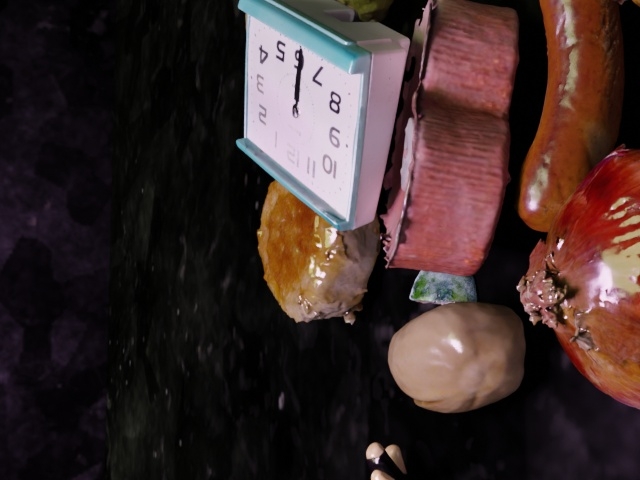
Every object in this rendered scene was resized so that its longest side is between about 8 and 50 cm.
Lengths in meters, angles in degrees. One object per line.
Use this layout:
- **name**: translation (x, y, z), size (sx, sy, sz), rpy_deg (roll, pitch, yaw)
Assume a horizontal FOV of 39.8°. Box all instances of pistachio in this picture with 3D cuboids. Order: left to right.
- **pistachio**: translation (0.151, 0.131, 1.011), size (0.226, 0.135, 0.136), rpy_deg (153, 117, -67)

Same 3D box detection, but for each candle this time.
- **candle**: translation (0.144, -0.090, 0.993), size (0.287, 0.131, 0.317), rpy_deg (106, 175, -64)

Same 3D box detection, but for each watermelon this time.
- **watermelon**: translation (0.157, 0.056, 1.095), size (0.085, 0.085, 0.061), rpy_deg (-121, 13, -48)

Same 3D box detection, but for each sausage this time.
- **sausage**: translation (0.246, -0.159, 0.869), size (0.076, 0.102, 0.302), rpy_deg (31, -119, -85)

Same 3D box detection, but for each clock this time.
- **clock**: translation (0.003, -0.174, 1.109), size (0.262, 0.116, 0.231), rpy_deg (42, 137, 45)

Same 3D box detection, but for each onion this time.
- **onion**: translation (0.246, 0.035, 0.747), size (0.230, 0.163, 0.230), rpy_deg (170, 90, -89)

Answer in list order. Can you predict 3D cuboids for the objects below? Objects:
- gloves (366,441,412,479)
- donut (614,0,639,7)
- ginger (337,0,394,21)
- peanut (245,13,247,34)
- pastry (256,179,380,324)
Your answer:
- **gloves**: translation (0.082, 0.397, 1.076), size (0.197, 0.152, 0.301), rpy_deg (-21, 61, 38)
- **donut**: translation (0.342, -0.215, 0.665), size (0.144, 0.126, 0.187), rpy_deg (66, 147, 30)
- **ginger**: translation (0.090, -0.426, 1.196), size (0.116, 0.109, 0.263), rpy_deg (-77, 11, -53)
- **peanut**: translation (-0.083, -0.420, 1.537), size (0.117, 0.101, 0.263), rpy_deg (153, 118, -81)
- **pastry**: translation (0.002, -0.005, 1.312), size (0.235, 0.120, 0.257), rpy_deg (-1, 84, 59)
